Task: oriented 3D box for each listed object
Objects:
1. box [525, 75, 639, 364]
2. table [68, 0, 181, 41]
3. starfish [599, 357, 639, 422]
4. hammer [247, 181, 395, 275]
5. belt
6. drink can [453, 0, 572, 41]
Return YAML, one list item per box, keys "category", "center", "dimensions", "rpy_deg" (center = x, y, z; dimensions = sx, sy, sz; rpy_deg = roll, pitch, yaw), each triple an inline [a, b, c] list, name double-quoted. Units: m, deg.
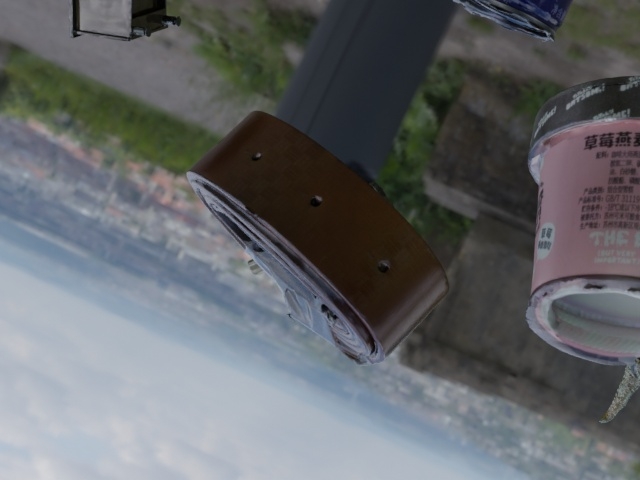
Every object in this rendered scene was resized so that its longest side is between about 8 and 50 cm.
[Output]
- category: "box"
  center: [0.194, -0.003, 0.754]
  dimensions: [0.151, 0.135, 0.151]
  rpy_deg: [11, 160, 4]
- category: "table"
  center: [-0.188, -0.234, 1.221]
  dimensions: [0.082, 0.070, 0.083]
  rpy_deg: [11, -158, 20]
- category: "starfish"
  center: [0.399, 0.147, 1.553]
  dimensions: [0.050, 0.216, 0.223]
  rpy_deg: [20, -155, 2]
- category: "hammer"
  center: [0.000, 0.000, 1.306]
  dimensions: [0.199, 0.013, 0.062]
  rpy_deg: [-25, 110, 37]
- category: "belt"
  center: [-0.007, -0.003, 1.114]
  dimensions: [0.261, 0.105, 0.184]
  rpy_deg: [39, 166, 27]
- category: "drink can"
  center: [0.202, -0.291, 1.051]
  dimensions: [0.097, 0.235, 0.097]
  rpy_deg: [25, -175, -2]
